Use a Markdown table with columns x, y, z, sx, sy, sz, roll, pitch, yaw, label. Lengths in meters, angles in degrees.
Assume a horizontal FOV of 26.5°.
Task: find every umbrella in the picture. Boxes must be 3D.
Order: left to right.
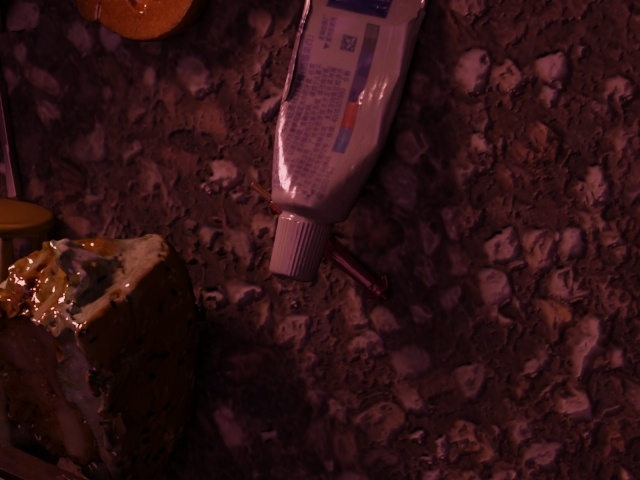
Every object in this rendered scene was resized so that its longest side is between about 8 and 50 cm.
| x | y | z | sx | sy | sz | roll | pitch | yaw | label |
| --- | --- | --- | --- | --- | --- | --- | --- | --- | --- |
| 0.000 | 0.000 | 1.235 | 0.165 | 0.027 | 0.025 | 41 | 156 | 12 | umbrella |

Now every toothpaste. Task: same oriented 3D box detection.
| x | y | z | sx | sy | sz | roll | pitch | yaw | label |
| --- | --- | --- | --- | --- | --- | --- | --- | --- | --- |
| 0.009 | -0.102 | 1.194 | 0.099 | 0.068 | 0.283 | 16 | 91 | -9 | toothpaste |

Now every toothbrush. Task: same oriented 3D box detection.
| x | y | z | sx | sy | sz | roll | pitch | yaw | label |
| --- | --- | --- | --- | --- | --- | --- | --- | --- | --- |
| -0.320 | -0.140 | 1.367 | 0.017 | 0.014 | 0.194 | -3 | 96 | 22 | toothbrush |

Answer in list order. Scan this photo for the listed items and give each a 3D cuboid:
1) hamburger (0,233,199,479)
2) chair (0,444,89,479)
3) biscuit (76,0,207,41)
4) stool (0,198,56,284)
| x | y | z | sx | sy | sz | roll | pitch | yaw | label |
| --- | --- | --- | --- | --- | --- | --- | --- | --- | --- |
| -0.208 | 0.103 | 1.265 | 0.167 | 0.192 | 0.288 | 21 | 138 | 27 | hamburger |
| -0.135 | 0.381 | 1.208 | 0.416 | 0.203 | 0.241 | 16 | 139 | 22 | chair |
| -0.135 | -0.284 | 1.251 | 0.184 | 0.035 | 0.249 | 48 | 114 | 12 | biscuit |
| -0.319 | 0.023 | 1.338 | 0.134 | 0.135 | 0.111 | -140 | 55 | -63 | stool |
